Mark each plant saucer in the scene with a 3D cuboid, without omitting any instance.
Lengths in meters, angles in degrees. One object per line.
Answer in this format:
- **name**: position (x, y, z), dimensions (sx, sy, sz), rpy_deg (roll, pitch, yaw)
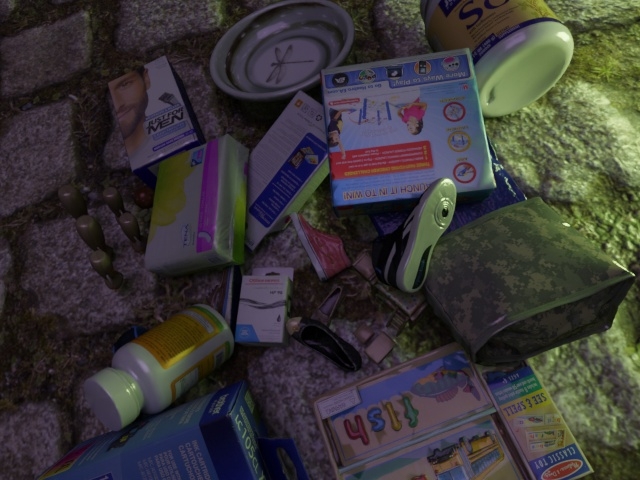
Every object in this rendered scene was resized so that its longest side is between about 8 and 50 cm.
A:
- **plant saucer**: position (-0.098, -0.496, 1.114), dimensions (0.401, 0.100, 0.400), rpy_deg (-7, 60, 12)

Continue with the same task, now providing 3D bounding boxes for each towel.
- **towel**: position (0.259, -0.077, 0.877), dimensions (0.309, 0.076, 0.227), rpy_deg (-25, 75, 1)

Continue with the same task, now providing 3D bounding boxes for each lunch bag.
- **lunch bag**: position (0.328, 0.080, 0.730), dimensions (0.287, 0.168, 0.235), rpy_deg (-18, 42, -5)

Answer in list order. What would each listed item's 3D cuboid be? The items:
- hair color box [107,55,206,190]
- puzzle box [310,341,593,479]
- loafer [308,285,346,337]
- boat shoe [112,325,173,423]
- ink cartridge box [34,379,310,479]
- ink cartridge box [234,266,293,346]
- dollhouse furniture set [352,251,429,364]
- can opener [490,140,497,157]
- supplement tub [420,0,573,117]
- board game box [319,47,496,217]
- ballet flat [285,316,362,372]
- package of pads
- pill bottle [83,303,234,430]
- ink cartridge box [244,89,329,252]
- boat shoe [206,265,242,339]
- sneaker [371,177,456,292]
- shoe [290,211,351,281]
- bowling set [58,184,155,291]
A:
- **hair color box**: position (-0.439, -0.325, 1.113), dimensions (0.185, 0.110, 0.338), rpy_deg (-26, 63, -1)
- **puzzle box**: position (0.214, 0.348, 0.735), dimensions (0.409, 0.052, 0.271), rpy_deg (-22, 66, 0)
- **loafer**: position (0.010, 0.149, 0.863), dimensions (0.045, 0.039, 0.125), rpy_deg (30, 75, 19)
- **boat shoe**: position (-0.372, 0.305, 0.845), dimensions (0.089, 0.109, 0.258), rpy_deg (-32, 49, 3)
- **ink cartridge box**: position (-0.212, 0.418, 0.676), dimensions (0.396, 0.151, 0.269), rpy_deg (-21, 92, -1)
- **ink cartridge box**: position (-0.118, 0.134, 0.881), dimensions (0.104, 0.060, 0.180), rpy_deg (-2, 67, 10)
- **dollhouse furniture set**: position (0.100, 0.125, 0.823), dimensions (0.161, 0.101, 0.182), rpy_deg (-45, 67, -10)
- **can opener**: position (0.267, -0.212, 0.951), dimensions (0.281, 0.093, 0.074), rpy_deg (8, 70, 8)
- **supplement tub**: position (0.393, -0.486, 0.959), dimensions (0.241, 0.241, 0.331), rpy_deg (-19, 65, 2)
- **board game box**: position (0.165, -0.216, 0.834), dimensions (0.309, 0.086, 0.301), rpy_deg (-6, 78, 6)
- **ballet flat**: position (0.007, 0.204, 0.817), dimensions (0.173, 0.049, 0.057), rpy_deg (28, 93, 8)
- **package of pads**: position (-0.284, -0.073, 0.940), dimensions (0.229, 0.101, 0.296), rpy_deg (-13, 65, 27)
- **pill bottle**: position (-0.293, 0.230, 0.762), dimensions (0.136, 0.136, 0.246), rpy_deg (30, 33, 20)
- **ink cartridge box**: position (-0.094, -0.160, 0.974), dimensions (0.176, 0.069, 0.371), rpy_deg (41, 94, 23)
- **boat shoe**: position (-0.215, 0.129, 0.898), dimensions (0.066, 0.066, 0.183), rpy_deg (-4, 66, 10)
- **sneaker**: position (0.157, -0.019, 0.753), dimensions (0.121, 0.079, 0.216), rpy_deg (15, 79, 57)
- **shoe**: position (0.000, 0.000, 0.920), dimensions (0.081, 0.063, 0.177), rpy_deg (-26, 70, -3)
- **bowling set**: position (-0.478, -0.029, 0.991), dimensions (0.200, 0.154, 0.287), rpy_deg (-25, 62, -22)
